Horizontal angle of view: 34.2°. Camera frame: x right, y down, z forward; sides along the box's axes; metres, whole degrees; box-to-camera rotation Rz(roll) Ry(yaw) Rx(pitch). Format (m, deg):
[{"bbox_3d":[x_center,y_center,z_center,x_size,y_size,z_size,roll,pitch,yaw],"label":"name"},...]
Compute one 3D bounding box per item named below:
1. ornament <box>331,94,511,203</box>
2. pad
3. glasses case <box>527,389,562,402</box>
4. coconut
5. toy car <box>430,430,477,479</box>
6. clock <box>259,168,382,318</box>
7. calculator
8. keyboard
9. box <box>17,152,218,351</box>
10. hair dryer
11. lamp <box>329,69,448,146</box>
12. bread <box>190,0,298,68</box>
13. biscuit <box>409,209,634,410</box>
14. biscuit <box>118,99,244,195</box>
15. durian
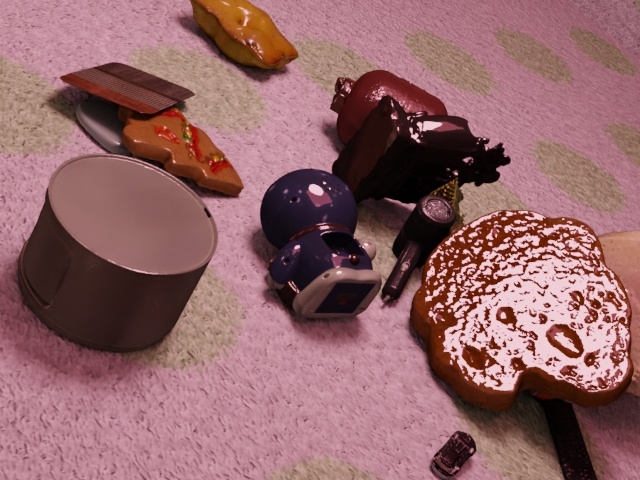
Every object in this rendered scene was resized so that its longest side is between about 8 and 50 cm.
[{"bbox_3d":[0.183,-0.131,1.842,0.260,0.251,0.106,13,52,-26],"label":"ornament"},{"bbox_3d":[-0.381,-0.312,1.750,0.323,0.055,0.250,40,21,-1],"label":"pad"},{"bbox_3d":[0.358,0.155,1.724,0.267,0.103,0.067,-106,169,-47],"label":"glasses case"},{"bbox_3d":[0.559,0.126,1.756,0.254,0.297,0.297,17,34,-36],"label":"coconut"},{"bbox_3d":[0.187,0.300,1.458,0.041,0.025,0.093,42,37,13],"label":"toy car"},{"bbox_3d":[0.000,0.000,1.610,0.199,0.146,0.243,2,50,-32],"label":"clock"},{"bbox_3d":[-0.330,-0.177,1.681,0.153,0.021,0.095,39,33,13],"label":"calculator"},{"bbox_3d":[0.389,0.322,1.608,0.061,0.013,0.204,19,34,-18],"label":"keyboard"},{"bbox_3d":[-0.265,0.015,1.353,0.226,0.149,0.226,22,33,-15],"label":"box"},{"bbox_3d":[0.148,0.028,1.733,0.071,0.124,0.219,31,48,4],"label":"hair dryer"},{"bbox_3d":[0.133,-0.225,2.004,0.258,0.180,0.180,27,32,-3],"label":"lamp"},{"bbox_3d":[-0.161,-0.422,2.099,0.233,0.088,0.160,42,38,11],"label":"bread"},{"bbox_3d":[0.328,0.114,1.638,0.358,0.074,0.381,-29,58,-14],"label":"biscuit"},{"bbox_3d":[-0.223,-0.154,1.697,0.238,0.041,0.212,34,21,-7],"label":"biscuit"},{"bbox_3d":[0.229,-0.035,1.868,0.086,0.100,0.215,48,-9,27],"label":"durian"}]
